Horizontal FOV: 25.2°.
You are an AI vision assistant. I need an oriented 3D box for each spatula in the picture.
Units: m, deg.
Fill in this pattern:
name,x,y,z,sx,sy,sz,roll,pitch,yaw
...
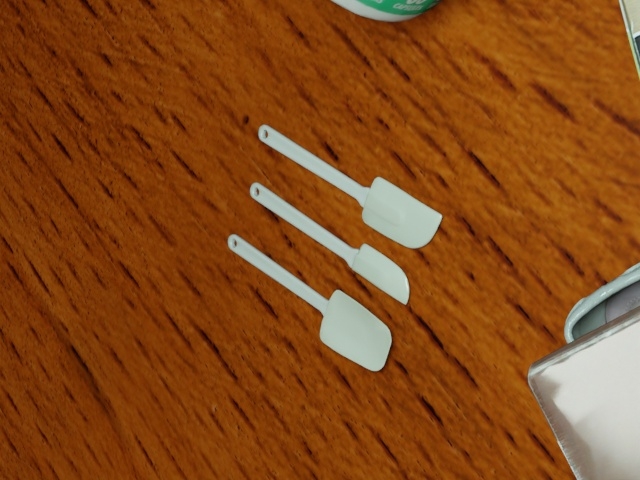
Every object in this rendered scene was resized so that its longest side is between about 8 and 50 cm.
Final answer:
name,x,y,z,sx,sy,sz,roll,pitch,yaw
spatula,0.000,0.000,1.367,0.242,0.019,0.168,33,115,36

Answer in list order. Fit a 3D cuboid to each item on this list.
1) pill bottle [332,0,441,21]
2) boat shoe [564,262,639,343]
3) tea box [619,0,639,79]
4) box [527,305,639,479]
name,x,y,z,sx,sy,sz,roll,pitch,yaw
pill bottle,0.127,-0.339,1.085,0.361,0.204,0.204,-35,70,45
boat shoe,0.326,0.027,1.006,0.320,0.103,0.118,-18,81,37
tea box,0.376,-0.034,0.813,0.329,0.220,0.323,-15,82,18
box,0.298,0.025,0.619,0.381,0.191,0.143,-28,78,16
